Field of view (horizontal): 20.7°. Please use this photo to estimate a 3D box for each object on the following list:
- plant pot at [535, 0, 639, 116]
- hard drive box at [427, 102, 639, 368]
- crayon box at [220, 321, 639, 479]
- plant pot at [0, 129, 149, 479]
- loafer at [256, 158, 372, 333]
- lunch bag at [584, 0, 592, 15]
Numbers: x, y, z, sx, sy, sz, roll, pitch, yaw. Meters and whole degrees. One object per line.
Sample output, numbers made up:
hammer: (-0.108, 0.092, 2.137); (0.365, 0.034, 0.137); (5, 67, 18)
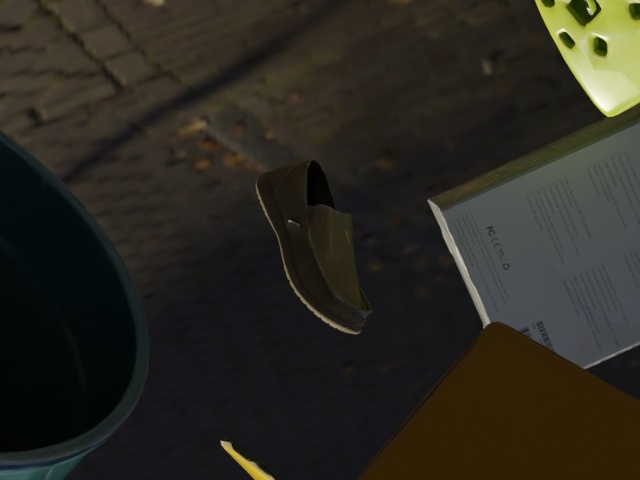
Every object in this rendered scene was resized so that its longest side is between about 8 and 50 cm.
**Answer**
plant pot: (0.271, -0.269, 1.348); (0.228, 0.207, 0.227); (-33, -169, 47)
hard drive box: (0.235, 0.001, 1.500); (0.232, 0.181, 0.089); (-24, -173, 0)
crayon box: (0.135, 0.146, 0.494); (0.083, 0.323, 0.203); (-49, 134, -12)
plant pot: (-0.261, 0.086, 0.834); (0.271, 0.272, 0.255); (6, 129, -47)
loafer: (0.000, 0.000, 1.259); (0.050, 0.148, 0.056); (-40, 152, 22)
lunch bag: (0.329, -0.348, 1.689); (0.256, 0.212, 0.305); (5, 108, -63)
